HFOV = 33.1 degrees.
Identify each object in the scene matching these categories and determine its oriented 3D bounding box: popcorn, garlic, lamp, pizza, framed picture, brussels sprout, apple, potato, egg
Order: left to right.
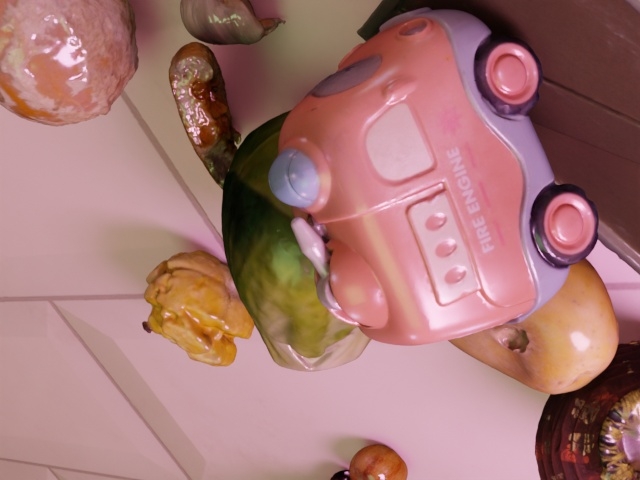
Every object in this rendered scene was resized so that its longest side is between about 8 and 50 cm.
[{"bbox_3d":[-0.305,-0.236,1.173,0.233,0.195,0.195,44,144,-17],"label":"egg"},{"bbox_3d":[-0.161,0.094,1.459,0.152,0.148,0.167,-35,92,27],"label":"popcorn"},{"bbox_3d":[-0.120,-0.137,1.160,0.056,0.134,0.271,-15,159,-3],"label":"pizza"},{"bbox_3d":[-0.103,-0.237,1.104,0.113,0.074,0.094,20,153,46],"label":"garlic"},{"bbox_3d":[0.000,0.000,1.121,0.219,0.210,0.271,-145,50,-59],"label":"brussels sprout"},{"bbox_3d":[0.086,0.341,1.591,0.084,0.071,0.084,23,135,25],"label":"apple"},{"bbox_3d":[0.202,0.055,1.108,0.234,0.146,0.150,31,163,28],"label":"potato"},{"bbox_3d":[0.250,-0.103,0.925,0.446,0.028,0.326,40,162,-5],"label":"framed picture"},{"bbox_3d":[0.344,0.218,1.110,0.247,0.247,0.247,22,142,19],"label":"lamp"}]

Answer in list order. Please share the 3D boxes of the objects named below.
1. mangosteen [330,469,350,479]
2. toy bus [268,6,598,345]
[{"bbox_3d":[0.043,0.549,1.679,0.297,0.297,0.293,-7,128,43],"label":"mangosteen"},{"bbox_3d":[0.077,-0.041,0.936,0.287,0.232,0.194,66,159,-9],"label":"toy bus"}]
